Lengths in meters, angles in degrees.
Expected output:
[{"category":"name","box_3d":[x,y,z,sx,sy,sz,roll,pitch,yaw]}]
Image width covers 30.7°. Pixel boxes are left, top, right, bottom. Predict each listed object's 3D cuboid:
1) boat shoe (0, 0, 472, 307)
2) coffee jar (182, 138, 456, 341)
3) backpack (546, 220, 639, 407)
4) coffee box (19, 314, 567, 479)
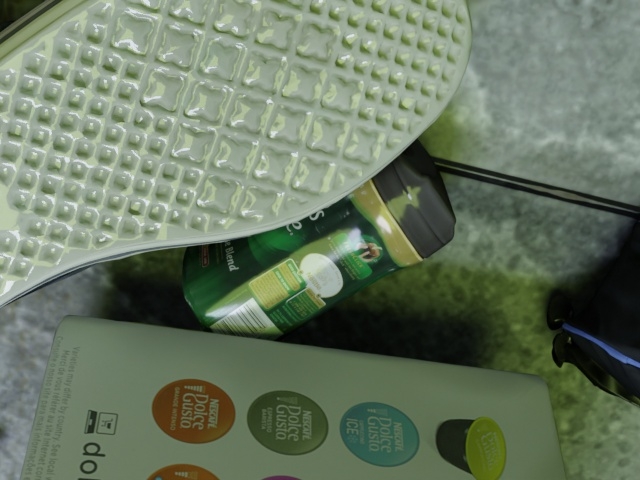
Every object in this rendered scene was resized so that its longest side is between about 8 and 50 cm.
[{"category":"boat shoe","box_3d":[-0.147,-0.064,0.724,0.500,0.156,0.187,-26,112,-3]},{"category":"coffee jar","box_3d":[0.000,0.000,0.786,0.184,0.096,0.079,-30,116,10]},{"category":"backpack","box_3d":[0.329,0.099,0.777,0.263,0.276,0.213,41,94,-22]},{"category":"coffee box","box_3d":[-0.036,0.297,0.747,0.334,0.338,0.338,8,132,-7]}]
